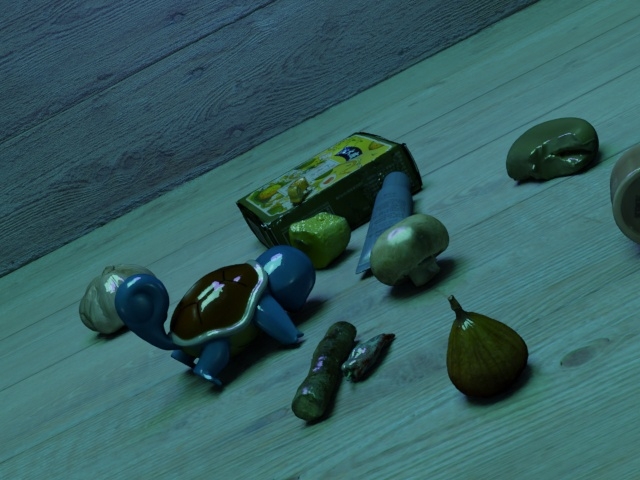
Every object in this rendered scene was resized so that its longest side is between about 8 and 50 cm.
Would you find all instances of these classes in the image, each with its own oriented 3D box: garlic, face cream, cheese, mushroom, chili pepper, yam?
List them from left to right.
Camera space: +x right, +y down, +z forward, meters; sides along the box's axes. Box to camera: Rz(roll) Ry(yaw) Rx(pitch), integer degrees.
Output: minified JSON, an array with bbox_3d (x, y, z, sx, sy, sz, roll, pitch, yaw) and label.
[{"bbox_3d":[-0.540,0.146,2.424,0.227,0.152,0.228,-21,23,9],"label":"garlic"},{"bbox_3d":[0.009,0.216,1.555,0.061,0.061,0.253,-20,18,23],"label":"yam"},{"bbox_3d":[0.078,0.193,1.546,0.050,0.041,0.153,7,35,35],"label":"chili pepper"},{"bbox_3d":[0.159,-0.047,2.055,0.135,0.086,0.385,-24,22,21],"label":"face cream"},{"bbox_3d":[0.174,0.026,1.756,0.166,0.127,0.166,-30,-6,-3],"label":"mushroom"},{"bbox_3d":[0.507,-0.198,1.948,0.175,0.091,0.202,-38,20,-27],"label":"cheese"},{"bbox_3d":[0.538,-0.074,1.443,0.149,0.149,0.104,-20,20,23],"label":"face cream"}]

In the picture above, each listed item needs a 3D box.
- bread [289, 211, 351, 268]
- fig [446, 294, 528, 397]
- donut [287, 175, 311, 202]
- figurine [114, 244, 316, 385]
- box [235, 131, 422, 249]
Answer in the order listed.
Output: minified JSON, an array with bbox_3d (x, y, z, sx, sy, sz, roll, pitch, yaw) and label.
[{"bbox_3d":[0.000,0.000,2.105,0.114,0.111,0.129,-32,35,-30],"label":"bread"},{"bbox_3d":[0.217,0.155,1.303,0.119,0.153,0.119,-51,-2,-3],"label":"fig"},{"bbox_3d":[-0.051,-0.127,2.214,0.083,0.038,0.067,-41,20,-26],"label":"donut"},{"bbox_3d":[-0.200,0.156,1.849,0.416,0.243,0.298,-12,1,-22],"label":"figurine"},{"bbox_3d":[0.011,-0.122,2.388,0.420,0.138,0.373,-30,17,-8],"label":"box"}]
